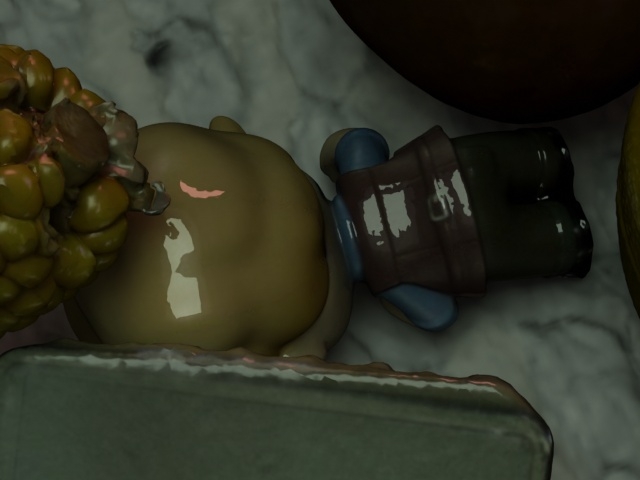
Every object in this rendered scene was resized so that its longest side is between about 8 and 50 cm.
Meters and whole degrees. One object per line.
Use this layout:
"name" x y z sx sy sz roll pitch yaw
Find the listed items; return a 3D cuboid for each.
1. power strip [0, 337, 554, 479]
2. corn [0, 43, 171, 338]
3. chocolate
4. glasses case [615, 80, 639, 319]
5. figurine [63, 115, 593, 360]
"power strip" -0.027 0.142 0.673 0.198 0.064 0.213 7 91 8
"corn" -0.199 0.028 0.683 0.313 0.102 0.102 -28 65 25
"chocolate" 0.074 -0.122 0.731 0.176 0.177 0.177 -3 68 6
"glasses case" 0.281 -0.067 0.683 0.371 0.141 0.173 -18 67 0
"figurine" 0.000 0.000 0.726 0.196 0.108 0.114 -14 89 -14
